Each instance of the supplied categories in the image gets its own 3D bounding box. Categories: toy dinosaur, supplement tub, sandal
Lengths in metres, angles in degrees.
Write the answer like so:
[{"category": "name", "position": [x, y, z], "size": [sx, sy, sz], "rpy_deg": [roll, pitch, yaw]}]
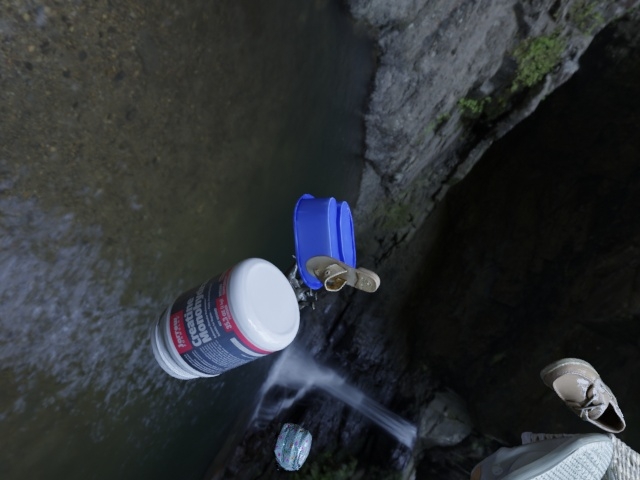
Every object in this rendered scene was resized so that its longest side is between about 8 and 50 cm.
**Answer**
[{"category": "toy dinosaur", "position": [-0.106, 0.206, 1.703], "size": [0.121, 0.160, 0.314], "rpy_deg": [-80, 160, -50]}, {"category": "supplement tub", "position": [-0.198, 0.169, 0.873], "size": [0.272, 0.191, 0.191], "rpy_deg": [-28, -173, 25]}, {"category": "sandal", "position": [0.042, 0.106, 1.182], "size": [0.079, 0.240, 0.088], "rpy_deg": [-43, 137, -49]}]

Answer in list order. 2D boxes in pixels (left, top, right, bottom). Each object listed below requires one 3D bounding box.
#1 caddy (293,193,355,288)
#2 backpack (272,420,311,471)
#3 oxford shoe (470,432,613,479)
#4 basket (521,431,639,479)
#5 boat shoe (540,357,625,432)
[{"category": "caddy", "position": [0.000, 0.000, 1.492], "size": [0.241, 0.179, 0.342], "rpy_deg": [7, 78, -65]}, {"category": "backpack", "position": [-0.091, 0.661, 1.359], "size": [0.182, 0.115, 0.152], "rpy_deg": [84, 16, -54]}, {"category": "oxford shoe", "position": [0.561, 0.565, 1.054], "size": [0.130, 0.449, 0.169], "rpy_deg": [-160, -114, -65]}, {"category": "basket", "position": [0.796, 0.772, 1.218], "size": [0.266, 0.328, 0.331], "rpy_deg": [-30, -147, 45]}, {"category": "boat shoe", "position": [0.742, 0.432, 1.162], "size": [0.121, 0.341, 0.110], "rpy_deg": [-45, -152, 26]}]
